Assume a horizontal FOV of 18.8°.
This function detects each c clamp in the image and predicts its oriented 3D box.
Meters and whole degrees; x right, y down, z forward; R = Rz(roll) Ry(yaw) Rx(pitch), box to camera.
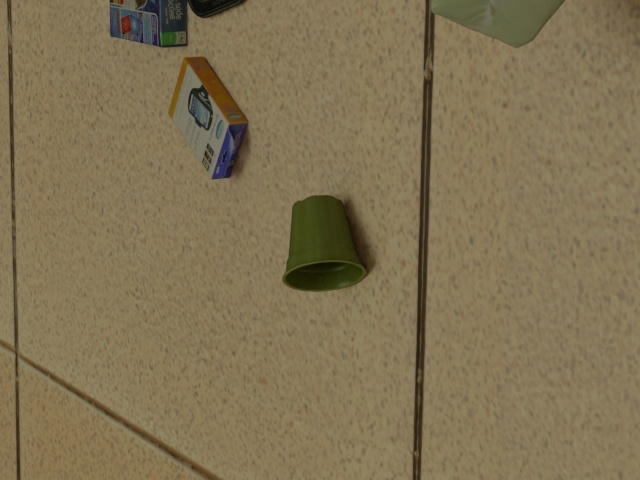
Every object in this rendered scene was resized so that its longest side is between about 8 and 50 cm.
[{"bbox_3d":[-0.113,-0.315,2.095,0.161,0.022,0.137,-22,82,57],"label":"c clamp"}]

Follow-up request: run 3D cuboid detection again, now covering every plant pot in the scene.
[{"bbox_3d":[0.000,0.000,1.921,0.083,0.083,0.079,-41,49,54],"label":"plant pot"}]

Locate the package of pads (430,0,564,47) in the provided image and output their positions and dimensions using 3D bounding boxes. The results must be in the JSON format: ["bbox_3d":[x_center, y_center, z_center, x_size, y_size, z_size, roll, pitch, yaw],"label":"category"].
[{"bbox_3d":[0.190,-0.320,1.424,0.296,0.101,0.229,127,160,-49],"label":"package of pads"}]

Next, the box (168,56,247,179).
[{"bbox_3d":[-0.122,-0.131,2.138,0.136,0.028,0.081,54,139,35],"label":"box"}]

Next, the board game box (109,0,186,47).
[{"bbox_3d":[-0.200,-0.328,2.219,0.136,0.035,0.201,20,113,56],"label":"board game box"}]
